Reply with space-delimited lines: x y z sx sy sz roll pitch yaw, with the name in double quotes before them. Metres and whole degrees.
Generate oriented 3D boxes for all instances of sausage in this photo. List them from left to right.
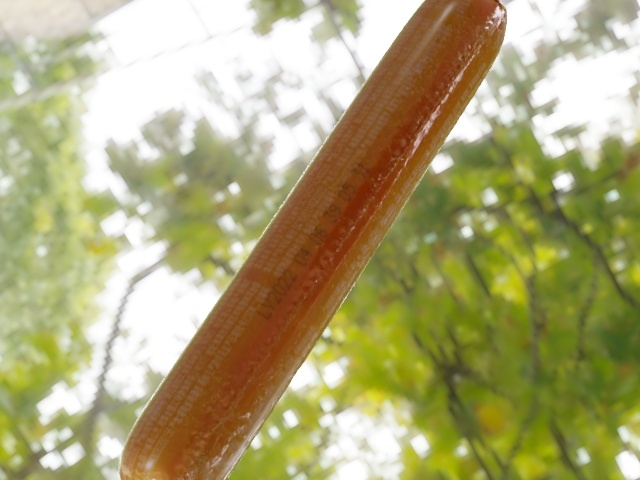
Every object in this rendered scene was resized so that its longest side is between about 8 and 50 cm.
"sausage" 0.000 0.000 0.950 0.053 0.053 0.347 3 -126 54
